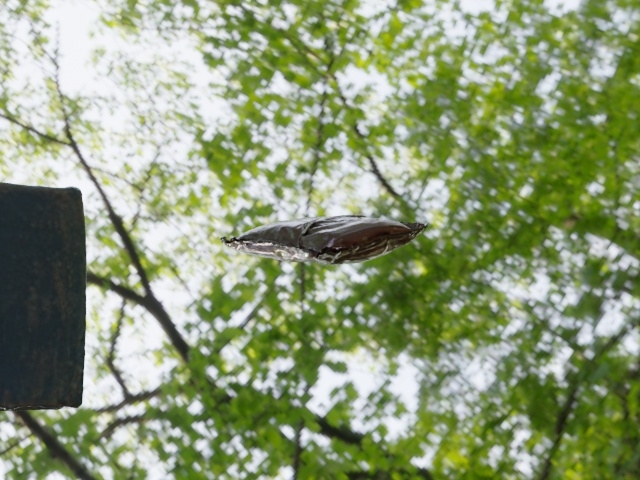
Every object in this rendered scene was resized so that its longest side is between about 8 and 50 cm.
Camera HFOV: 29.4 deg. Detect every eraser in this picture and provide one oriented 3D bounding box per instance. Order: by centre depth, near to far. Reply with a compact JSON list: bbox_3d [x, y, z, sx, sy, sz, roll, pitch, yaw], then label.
[{"bbox_3d":[-0.289,0.028,0.696,0.312,0.043,0.144,3,-101,-28],"label":"eraser"}]

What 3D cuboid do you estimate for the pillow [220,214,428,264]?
[{"bbox_3d":[0.000,0.000,1.134,0.118,0.185,0.043,-14,-82,-33],"label":"pillow"}]
